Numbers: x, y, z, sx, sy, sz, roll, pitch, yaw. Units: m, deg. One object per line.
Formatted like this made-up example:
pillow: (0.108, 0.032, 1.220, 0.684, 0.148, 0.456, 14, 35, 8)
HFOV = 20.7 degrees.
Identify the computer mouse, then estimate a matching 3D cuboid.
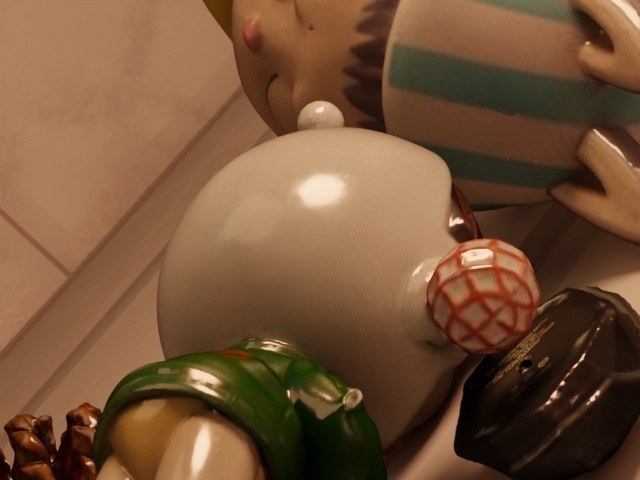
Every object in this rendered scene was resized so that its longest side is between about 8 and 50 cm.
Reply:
computer mouse: (0.123, 0.077, 0.890, 0.106, 0.062, 0.192, -45, 5, 11)

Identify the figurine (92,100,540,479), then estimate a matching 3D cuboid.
figurine: (-0.023, 0.067, 0.876, 0.281, 0.167, 0.370, -30, 19, 37)

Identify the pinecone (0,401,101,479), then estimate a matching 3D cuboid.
pinecone: (-0.150, 0.197, 1.181, 0.168, 0.212, 0.185, 47, 137, 48)

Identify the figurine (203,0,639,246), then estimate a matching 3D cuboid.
figurine: (0.125, -0.083, 1.149, 0.266, 0.361, 0.377, -46, 44, 17)
